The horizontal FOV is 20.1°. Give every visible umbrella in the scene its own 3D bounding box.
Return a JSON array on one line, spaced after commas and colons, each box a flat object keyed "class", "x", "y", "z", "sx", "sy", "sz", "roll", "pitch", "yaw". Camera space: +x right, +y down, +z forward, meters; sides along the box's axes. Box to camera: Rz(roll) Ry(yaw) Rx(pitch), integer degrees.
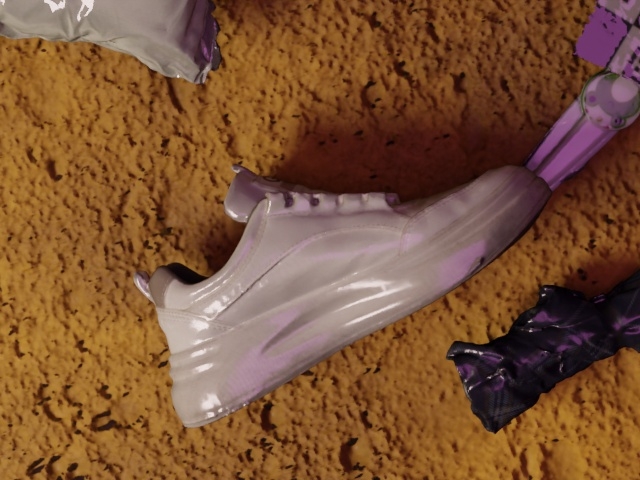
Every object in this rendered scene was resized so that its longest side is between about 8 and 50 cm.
[{"class": "umbrella", "x": 0.202, "y": 0.059, "z": 1.321, "sx": 0.224, "sy": 0.071, "sz": 0.080, "roll": -23, "pitch": 136, "yaw": 2}]

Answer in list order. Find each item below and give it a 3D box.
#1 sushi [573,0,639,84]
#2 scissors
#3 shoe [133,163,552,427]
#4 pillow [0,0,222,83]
[{"class": "sushi", "x": 0.308, "y": -0.174, "z": 1.269, "sx": 0.215, "sy": 0.050, "sz": 0.192, "roll": 25, "pitch": 97, "yaw": -5}, {"class": "scissors", "x": 0.212, "y": -0.105, "z": 1.313, "sx": 0.101, "sy": 0.027, "sz": 0.204, "roll": 43, "pitch": 97, "yaw": -2}, {"class": "shoe", "x": 0.000, "y": 0.000, "z": 1.301, "sx": 0.316, "sy": 0.124, "sz": 0.159, "roll": -33, "pitch": 89, "yaw": 8}, {"class": "pillow", "x": -0.199, "y": -0.265, "z": 1.260, "sx": 0.310, "sy": 0.138, "sz": 0.283, "roll": 7, "pitch": 100, "yaw": 0}]
